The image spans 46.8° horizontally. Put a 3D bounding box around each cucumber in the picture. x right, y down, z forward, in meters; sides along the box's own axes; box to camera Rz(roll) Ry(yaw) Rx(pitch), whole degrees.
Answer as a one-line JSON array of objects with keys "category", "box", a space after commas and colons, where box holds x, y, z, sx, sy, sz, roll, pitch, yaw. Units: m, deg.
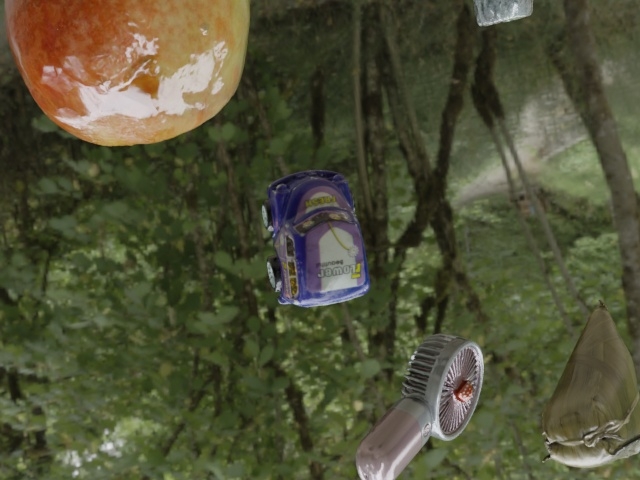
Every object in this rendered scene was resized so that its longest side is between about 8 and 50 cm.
[{"category": "cucumber", "box": [0.191, -0.285, 0.779, 0.064, 0.112, 0.064, -5, -166, 1]}]

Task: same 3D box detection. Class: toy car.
[{"category": "toy car", "box": [0.000, 0.000, 1.250, 0.172, 0.235, 0.158, -11, -170, -14]}]

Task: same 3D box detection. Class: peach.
[{"category": "peach", "box": [-0.178, -0.222, 0.690, 0.232, 0.256, 0.232, -6, -155, 3]}]

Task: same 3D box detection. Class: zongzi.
[{"category": "zongzi", "box": [0.326, 0.169, 0.894, 0.099, 0.197, 0.194, -9, 170, 34]}]

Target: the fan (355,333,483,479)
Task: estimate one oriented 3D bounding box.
[{"category": "fan", "box": [0.124, 0.209, 0.897, 0.074, 0.130, 0.244, 13, -146, 35]}]
